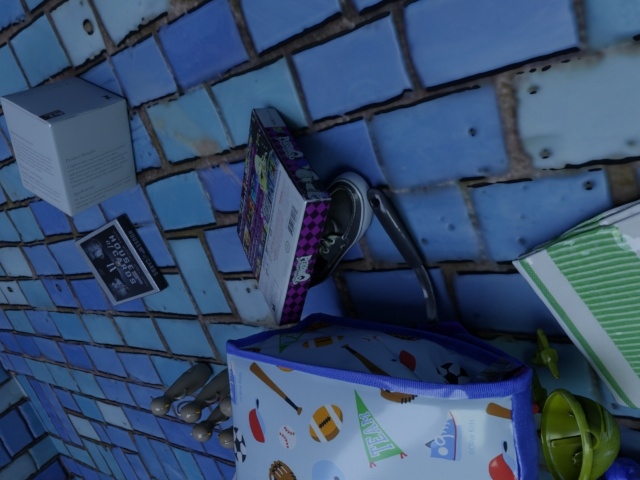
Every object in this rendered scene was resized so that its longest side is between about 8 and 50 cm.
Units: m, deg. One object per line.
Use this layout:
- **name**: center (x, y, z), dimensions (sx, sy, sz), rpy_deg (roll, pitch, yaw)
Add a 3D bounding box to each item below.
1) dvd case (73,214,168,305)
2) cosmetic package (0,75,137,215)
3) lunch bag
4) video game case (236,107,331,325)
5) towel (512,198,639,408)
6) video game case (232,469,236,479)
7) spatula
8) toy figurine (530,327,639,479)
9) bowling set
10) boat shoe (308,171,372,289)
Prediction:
- **dvd case**: center (-0.448, 0.051, 1.284), dimensions (0.239, 0.029, 0.179), rpy_deg (-18, 105, 46)
- **cosmetic package**: center (-0.448, -0.174, 1.044), dimensions (0.151, 0.151, 0.183), rpy_deg (26, 130, 26)
- **lunch bag**: center (0.088, 0.283, 0.743), dimensions (0.385, 0.239, 0.327), rpy_deg (1, 100, 41)
- **video game case**: center (-0.063, -0.033, 0.815), dimensions (0.210, 0.042, 0.232), rpy_deg (-120, 32, -40)
- **towel**: center (0.387, 0.047, 0.558), dimensions (0.248, 0.038, 0.325), rpy_deg (53, 136, -3)
- **video game case**: center (-0.069, 0.497, 1.205), dimensions (0.212, 0.023, 0.193), rpy_deg (23, 133, 1)
- **spatula**: center (0.136, 0.057, 0.781), dimensions (0.084, 0.030, 0.296), rpy_deg (-16, 106, 48)
- **toy figurine**: center (0.362, 0.286, 0.699), dimensions (0.217, 0.191, 0.362), rpy_deg (2, 124, 8)
- **bowling set**: center (-0.195, 0.370, 1.184), dimensions (0.287, 0.154, 0.200), rpy_deg (-14, 107, 45)
- **boat shoe**: center (0.000, 0.000, 0.827), dimensions (0.080, 0.076, 0.228), rpy_deg (43, 137, 10)
